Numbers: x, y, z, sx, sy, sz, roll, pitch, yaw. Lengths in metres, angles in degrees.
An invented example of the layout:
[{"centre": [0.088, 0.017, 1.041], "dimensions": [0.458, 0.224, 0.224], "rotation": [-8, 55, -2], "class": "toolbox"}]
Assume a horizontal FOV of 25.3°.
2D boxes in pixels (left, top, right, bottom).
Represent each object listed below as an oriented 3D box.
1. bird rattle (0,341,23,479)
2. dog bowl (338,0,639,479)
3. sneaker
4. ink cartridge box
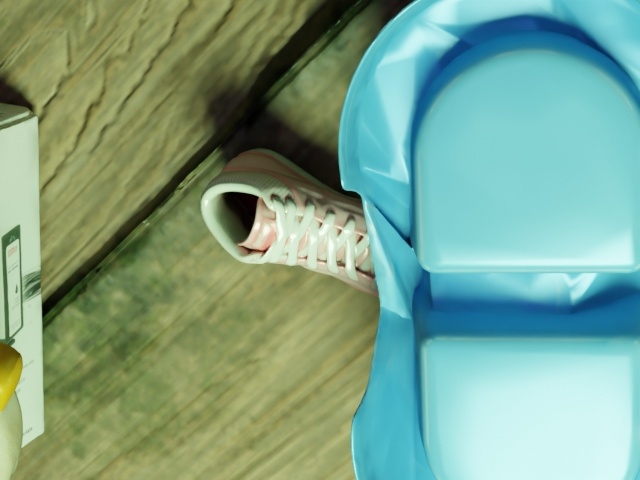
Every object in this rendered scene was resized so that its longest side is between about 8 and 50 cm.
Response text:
[{"centre": [-0.260, 0.094, 0.736], "dimensions": [0.207, 0.143, 0.253], "rotation": [21, 119, -2], "class": "bird rattle"}, {"centre": [0.098, 0.019, 0.654], "dimensions": [0.166, 0.074, 0.297], "rotation": [0, 107, 9], "class": "dog bowl"}, {"centre": [0.000, 0.000, 0.712], "dimensions": [0.134, 0.070, 0.051], "rotation": [27, 114, 13], "class": "sneaker"}, {"centre": [-0.243, 0.020, 0.820], "dimensions": [0.148, 0.086, 0.203], "rotation": [10, 111, 21], "class": "ink cartridge box"}]
